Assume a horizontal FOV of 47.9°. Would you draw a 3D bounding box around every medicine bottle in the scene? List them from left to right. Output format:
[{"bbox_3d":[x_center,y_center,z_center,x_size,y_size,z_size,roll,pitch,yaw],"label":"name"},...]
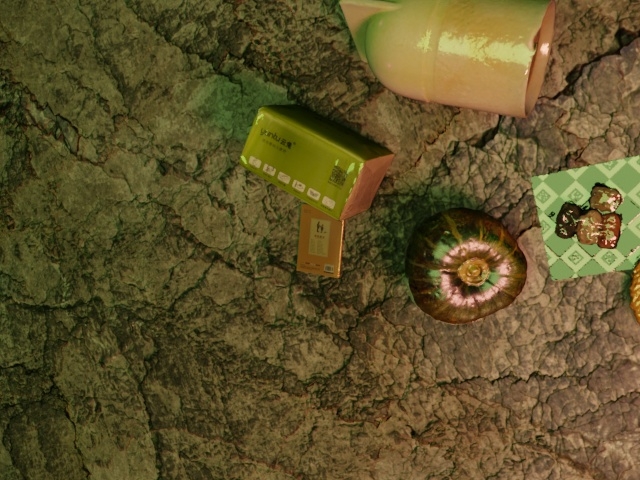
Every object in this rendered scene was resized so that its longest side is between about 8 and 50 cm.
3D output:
[{"bbox_3d":[0.248,-0.399,1.473,0.406,0.236,0.235,16,104,21],"label":"medicine bottle"}]

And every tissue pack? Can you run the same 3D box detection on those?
[{"bbox_3d":[-0.007,-0.185,1.641,0.275,0.200,0.167,31,111,16],"label":"tissue pack"}]

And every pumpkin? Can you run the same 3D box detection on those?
[{"bbox_3d":[0.305,0.048,1.555,0.260,0.189,0.260,-1,106,-4],"label":"pumpkin"}]

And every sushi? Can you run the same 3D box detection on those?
[{"bbox_3d":[0.564,-0.040,1.492,0.220,0.047,0.231,-11,94,25],"label":"sushi"}]

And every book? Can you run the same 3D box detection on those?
[{"bbox_3d":[0.000,0.000,1.770,0.118,0.012,0.172,10,103,23],"label":"book"}]

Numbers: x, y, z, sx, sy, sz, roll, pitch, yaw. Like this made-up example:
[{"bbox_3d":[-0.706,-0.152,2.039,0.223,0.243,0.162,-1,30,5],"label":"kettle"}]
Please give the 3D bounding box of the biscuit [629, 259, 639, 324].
[{"bbox_3d":[0.733,0.100,1.398,0.254,0.035,0.253,-9,73,31],"label":"biscuit"}]
